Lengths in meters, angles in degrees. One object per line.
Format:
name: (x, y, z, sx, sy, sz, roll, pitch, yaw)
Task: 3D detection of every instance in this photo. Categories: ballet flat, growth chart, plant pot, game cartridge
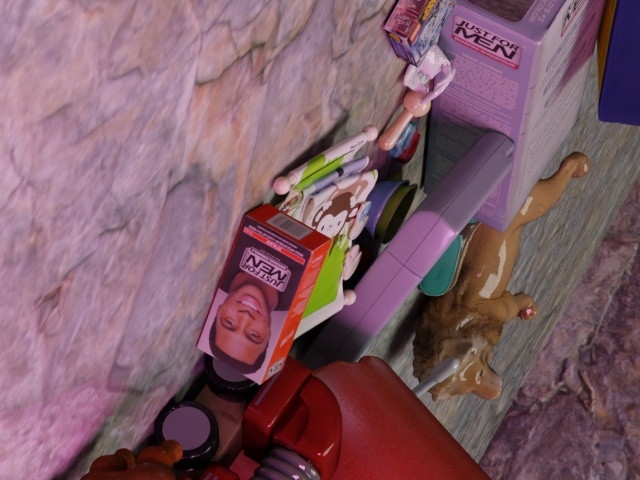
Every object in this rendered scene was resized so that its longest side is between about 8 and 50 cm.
ballet flat: (0.160, -0.031, 2.104, 0.067, 0.073, 0.206, -92, -156, -62)
growth chart: (0.000, 0.000, 1.628, 0.172, 0.021, 0.237, -37, 147, -40)
plant pot: (0.056, 0.273, 1.709, 0.272, 0.265, 0.272, -28, 153, -16)
game cartridge: (0.086, 0.028, 1.835, 0.198, 0.062, 0.297, -42, 171, -46)

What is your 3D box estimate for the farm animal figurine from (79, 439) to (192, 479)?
farm animal figurine: (-0.127, 0.343, 1.362, 0.172, 0.327, 0.330, -34, 136, -63)

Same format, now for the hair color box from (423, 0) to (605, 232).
hair color box: (0.210, -0.187, 1.863, 0.185, 0.114, 0.374, -55, 164, -25)

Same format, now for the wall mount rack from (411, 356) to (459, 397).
wall mount rack: (0.029, 0.277, 1.994, 0.350, 0.130, 0.304, -10, 112, -57)

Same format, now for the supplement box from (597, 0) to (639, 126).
supplement box: (0.410, -0.295, 1.893, 0.356, 0.195, 0.194, -80, 176, -51)

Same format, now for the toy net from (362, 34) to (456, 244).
toy net: (0.100, -0.112, 1.768, 0.122, 0.045, 0.232, -37, 151, -56)

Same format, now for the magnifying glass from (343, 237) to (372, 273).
magnifying glass: (0.017, 0.008, 1.760, 0.092, 0.026, 0.231, -62, 163, 1)

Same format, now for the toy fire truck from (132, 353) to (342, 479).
toy fire truck: (-0.034, 0.222, 1.542, 0.217, 0.246, 0.158, -53, 163, -27)

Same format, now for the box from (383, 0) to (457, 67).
box: (0.108, -0.235, 1.608, 0.137, 0.027, 0.094, -60, 166, -5)

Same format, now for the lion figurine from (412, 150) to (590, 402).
lion figurine: (0.229, 0.018, 2.313, 0.240, 0.142, 0.392, -9, 112, -62)

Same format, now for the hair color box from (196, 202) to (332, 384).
hair color box: (-0.049, 0.047, 1.515, 0.043, 0.072, 0.141, -34, 148, -59)
